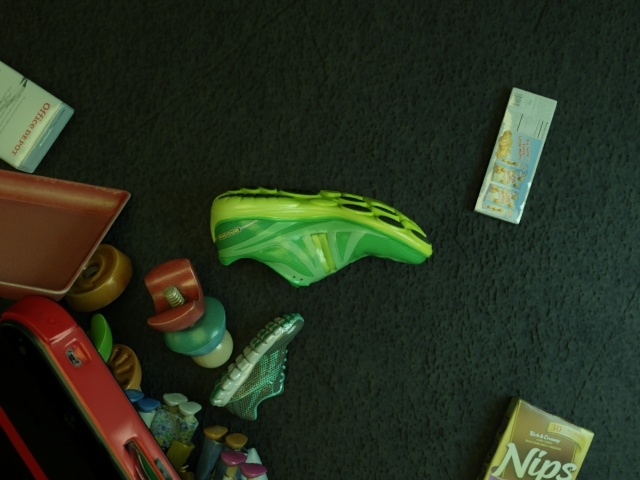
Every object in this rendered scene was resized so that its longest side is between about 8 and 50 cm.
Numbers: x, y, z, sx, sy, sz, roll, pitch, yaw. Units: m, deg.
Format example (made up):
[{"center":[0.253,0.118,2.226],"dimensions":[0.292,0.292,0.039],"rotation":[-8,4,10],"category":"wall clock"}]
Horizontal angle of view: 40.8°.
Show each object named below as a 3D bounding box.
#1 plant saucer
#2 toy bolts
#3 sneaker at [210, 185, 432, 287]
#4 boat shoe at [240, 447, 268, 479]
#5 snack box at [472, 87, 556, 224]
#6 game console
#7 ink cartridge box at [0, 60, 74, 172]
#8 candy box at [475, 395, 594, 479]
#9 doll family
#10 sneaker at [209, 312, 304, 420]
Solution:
[{"center":[-0.404,-0.007,1.099],"dimensions":[0.258,0.258,0.048],"rotation":[10,121,1],"category":"plant saucer"},{"center":[-0.231,0.116,1.146],"dimensions":[0.228,0.158,0.218],"rotation":[-17,46,10],"category":"toy bolts"},{"center":[0.000,0.000,1.150],"dimensions":[0.295,0.109,0.124],"rotation":[7,109,0],"category":"sneaker"},{"center":[-0.098,0.425,1.117],"dimensions":[0.102,0.108,0.302],"rotation":[-9,93,-1],"category":"boat shoe"},{"center":[0.266,-0.115,1.178],"dimensions":[0.064,0.022,0.178],"rotation":[18,87,2],"category":"snack box"},{"center":[-0.311,0.278,1.050],"dimensions":[0.342,0.060,0.387],"rotation":[-33,89,43],"category":"game console"},{"center":[-0.433,-0.178,1.178],"dimensions":[0.150,0.063,0.109],"rotation":[33,87,3],"category":"ink cartridge box"},{"center":[0.270,0.314,1.137],"dimensions":[0.109,0.053,0.187],"rotation":[24,86,3],"category":"candy box"},{"center":[-0.163,0.300,1.076],"dimensions":[0.262,0.118,0.163],"rotation":[25,103,25],"category":"doll family"},{"center":[-0.072,0.171,1.157],"dimensions":[0.076,0.065,0.166],"rotation":[41,91,-13],"category":"sneaker"}]
